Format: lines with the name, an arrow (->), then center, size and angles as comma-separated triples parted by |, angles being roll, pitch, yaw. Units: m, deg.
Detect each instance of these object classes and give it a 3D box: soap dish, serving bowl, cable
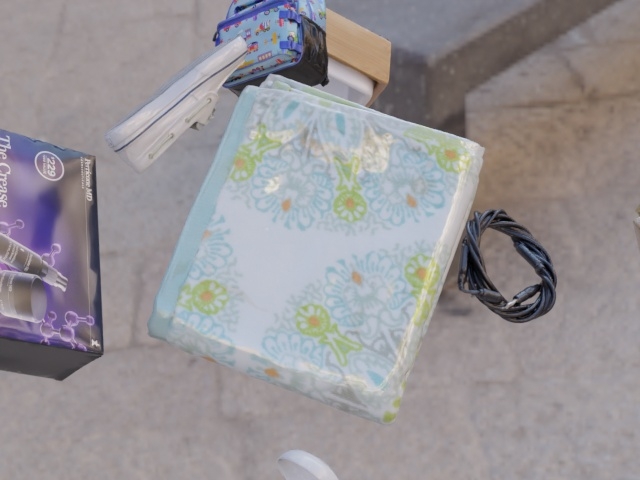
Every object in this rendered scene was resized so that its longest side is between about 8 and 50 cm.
soap dish -> -0.018, -0.344, 2.332 | 0.291, 0.118, 0.229 | 27, -12, -5
serving bowl -> -0.008, 0.255, 1.399 | 0.083, 0.083, 0.027 | 21, 59, 36
cable -> 0.267, 0.029, 1.818 | 0.150, 0.047, 0.184 | 19, 48, -8

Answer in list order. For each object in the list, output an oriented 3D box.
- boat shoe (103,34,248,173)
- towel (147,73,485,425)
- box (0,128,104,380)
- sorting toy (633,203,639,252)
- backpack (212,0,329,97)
boat shoe -> -0.175, -0.176, 1.680 | 0.226, 0.076, 0.083 | -39, 17, -8
towel -> 0.000, 0.000, 1.575 | 0.320, 0.090, 0.374 | 19, 73, 9
box -> -0.354, 0.013, 1.474 | 0.184, 0.103, 0.261 | 17, 56, -41
sorting toy -> 0.478, 0.032, 1.706 | 0.046, 0.274, 0.132 | -34, 54, -1
backpack -> -0.070, -0.295, 1.811 | 0.158, 0.117, 0.173 | -12, 66, 29
